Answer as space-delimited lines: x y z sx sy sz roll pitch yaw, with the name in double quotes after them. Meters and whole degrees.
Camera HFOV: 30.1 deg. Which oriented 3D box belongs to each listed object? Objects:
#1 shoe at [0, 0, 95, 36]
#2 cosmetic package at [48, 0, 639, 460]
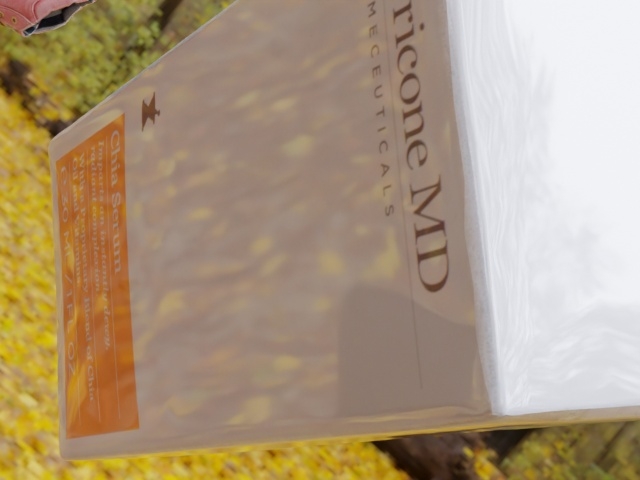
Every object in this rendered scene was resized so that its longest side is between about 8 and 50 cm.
-0.267 -0.197 0.966 0.081 0.178 0.063 69 18 -3 "shoe"
0.000 0.000 0.663 0.162 0.230 0.453 2 -13 -32 "cosmetic package"
